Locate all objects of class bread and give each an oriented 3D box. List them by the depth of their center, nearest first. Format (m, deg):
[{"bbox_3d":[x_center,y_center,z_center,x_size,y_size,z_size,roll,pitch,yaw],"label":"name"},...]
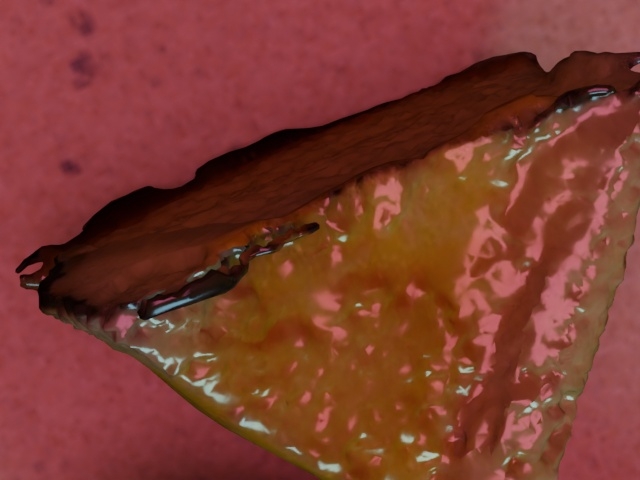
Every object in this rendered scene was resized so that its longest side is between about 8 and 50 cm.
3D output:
[{"bbox_3d":[0.000,0.000,0.549,0.160,0.140,0.169,18,92,-20],"label":"bread"}]
